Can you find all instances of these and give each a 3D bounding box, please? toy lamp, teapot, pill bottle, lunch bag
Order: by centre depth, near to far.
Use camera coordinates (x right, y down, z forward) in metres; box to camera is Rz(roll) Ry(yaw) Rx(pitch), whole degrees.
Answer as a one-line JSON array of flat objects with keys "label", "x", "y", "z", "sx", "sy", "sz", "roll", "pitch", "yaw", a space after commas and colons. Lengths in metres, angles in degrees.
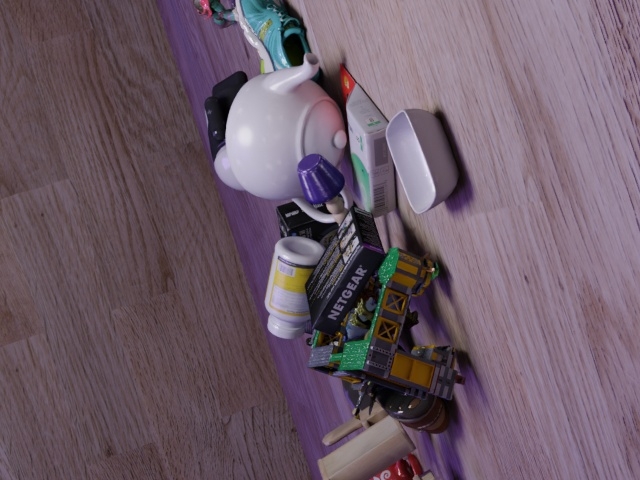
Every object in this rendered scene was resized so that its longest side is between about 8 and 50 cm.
[{"label": "toy lamp", "x": 0.042, "y": -0.040, "z": 1.873, "sx": 0.274, "sy": 0.080, "sz": 0.080, "roll": 55, "pitch": 180, "yaw": -36}, {"label": "teapot", "x": -0.036, "y": -0.181, "z": 1.925, "sx": 0.256, "sy": 0.187, "sz": 0.252, "roll": 23, "pitch": -103, "yaw": -58}, {"label": "lunch bag", "x": 0.076, "y": 0.117, "z": 2.009, "sx": 0.151, "sy": 0.129, "sz": 0.096, "roll": -144, "pitch": 42, "yaw": -73}, {"label": "pill bottle", "x": -0.051, "y": 0.093, "z": 2.046, "sx": 0.103, "sy": 0.103, "sz": 0.184, "roll": -125, "pitch": 41, "yaw": -55}]

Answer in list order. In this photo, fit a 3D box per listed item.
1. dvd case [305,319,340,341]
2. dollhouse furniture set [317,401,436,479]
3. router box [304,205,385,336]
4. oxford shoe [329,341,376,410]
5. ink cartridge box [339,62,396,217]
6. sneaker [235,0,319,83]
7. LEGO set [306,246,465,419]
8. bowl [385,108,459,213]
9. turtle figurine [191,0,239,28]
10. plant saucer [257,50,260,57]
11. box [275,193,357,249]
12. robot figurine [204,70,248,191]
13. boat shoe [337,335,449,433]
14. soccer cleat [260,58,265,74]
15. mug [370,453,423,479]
[{"label": "dvd case", "x": 0.031, "y": 0.154, "z": 2.155, "sx": 0.164, "sy": 0.221, "sz": 0.018, "roll": 87, "pitch": -160, "yaw": -52}, {"label": "dollhouse furniture set", "x": 0.161, "y": 0.517, "z": 1.981, "sx": 0.355, "sy": 0.174, "sz": 0.303, "roll": 58, "pitch": 179, "yaw": -11}, {"label": "router box", "x": 0.037, "y": 0.050, "z": 1.771, "sx": 0.179, "sy": 0.046, "sz": 0.133, "roll": -59, "pitch": 21, "yaw": 25}, {"label": "oxford shoe", "x": 0.086, "y": 0.316, "z": 2.461, "sx": 0.076, "sy": 0.076, "sz": 0.212, "roll": 28, "pitch": -148, "yaw": -62}, {"label": "ink cartridge box", "x": 0.062, "y": -0.175, "z": 1.831, "sx": 0.224, "sy": 0.056, "sz": 0.181, "roll": -123, "pitch": 19, "yaw": -46}, {"label": "sneaker", "x": -0.073, "y": -0.402, "z": 2.051, "sx": 0.275, "sy": 0.107, "sz": 0.110, "roll": 63, "pitch": 149, "yaw": 11}, {"label": "LEGO set", "x": 0.129, "y": 0.154, "z": 1.780, "sx": 0.331, "sy": 0.192, "sz": 0.255, "roll": -33, "pitch": 40, "yaw": 60}, {"label": "bowl", "x": 0.149, "y": -0.116, "z": 1.517, "sx": 0.142, "sy": 0.053, "sz": 0.142, "roll": 134, "pitch": 118, "yaw": -76}, {"label": "turtle figurine", "x": -0.250, "y": -0.581, "z": 2.506, "sx": 0.234, "sy": 0.118, "sz": 0.175, "roll": 149, "pitch": 103, "yaw": -84}, {"label": "plant saucer", "x": -0.126, "y": -0.430, "z": 2.385, "sx": 0.083, "sy": 0.015, "sz": 0.083, "roll": 161, "pitch": 90, "yaw": -78}, {"label": "box", "x": 0.000, "y": 0.000, "z": 2.135, "sx": 0.077, "sy": 0.147, "sz": 0.180, "roll": -120, "pitch": 17, "yaw": -46}, {"label": "robot figurine", "x": -0.169, "y": -0.248, "z": 2.433, "sx": 0.173, "sy": 0.209, "sz": 0.278, "roll": 117, "pitch": 146, "yaw": -58}, {"label": "boat shoe", "x": 0.134, "y": 0.261, "z": 1.974, "sx": 0.120, "sy": 0.122, "sz": 0.324, "roll": 46, "pitch": -178, "yaw": -32}, {"label": "soccer cleat", "x": -0.097, "y": -0.329, "z": 2.311, "sx": 0.072, "sy": 0.060, "sz": 0.179, "roll": 49, "pitch": 157, "yaw": 32}, {"label": "mug", "x": 0.176, "y": 0.549, "z": 2.257, "sx": 0.169, "sy": 0.113, "sz": 0.150, "roll": -127, "pitch": 20, "yaw": -48}]
